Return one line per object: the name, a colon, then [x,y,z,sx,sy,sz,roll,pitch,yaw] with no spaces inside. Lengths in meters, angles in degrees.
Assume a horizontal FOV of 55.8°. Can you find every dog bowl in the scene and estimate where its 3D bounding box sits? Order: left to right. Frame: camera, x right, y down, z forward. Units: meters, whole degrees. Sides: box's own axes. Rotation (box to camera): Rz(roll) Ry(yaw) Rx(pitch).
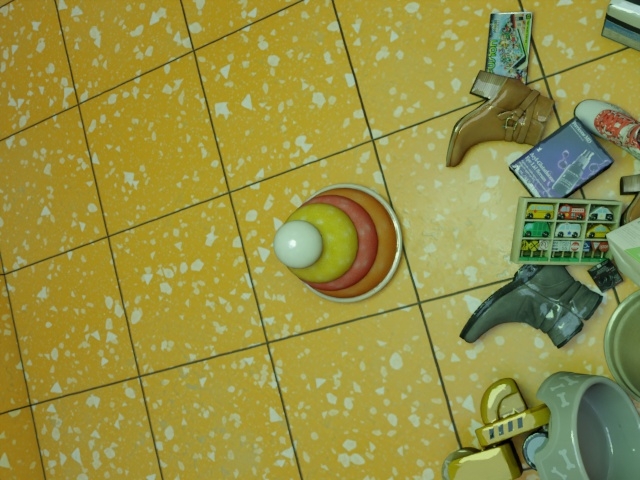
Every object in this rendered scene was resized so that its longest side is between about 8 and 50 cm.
dog bowl: [0.641,0.476,1.413,0.102,0.349,0.348,-26,78,49]

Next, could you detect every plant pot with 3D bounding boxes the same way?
plant pot: [0.838,0.265,1.368,0.334,0.305,0.333,0,89,20]

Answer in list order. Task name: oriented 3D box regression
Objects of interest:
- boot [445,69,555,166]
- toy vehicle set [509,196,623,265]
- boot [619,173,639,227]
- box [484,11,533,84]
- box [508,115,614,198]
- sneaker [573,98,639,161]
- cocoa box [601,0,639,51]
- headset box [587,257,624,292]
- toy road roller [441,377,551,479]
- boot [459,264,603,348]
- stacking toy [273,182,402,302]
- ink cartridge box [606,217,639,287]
boot: [0.478,-0.297,1.638,0.220,0.109,0.283,24,104,4]
toy vehicle set: [0.615,-0.022,1.516,0.267,0.035,0.166,1,103,-10]
boot: [0.834,-0.073,1.506,0.152,0.073,0.197,-1,93,14]
box: [0.513,-0.514,1.653,0.114,0.036,0.207,5,90,21]
box: [0.621,-0.194,1.566,0.207,0.108,0.153,-39,75,15]
sneaker: [0.756,-0.278,1.498,0.270,0.145,0.090,42,102,17]
cocoa box: [0.863,-0.629,1.424,0.231,0.228,0.347,31,99,18]
headset box: [0.727,0.092,1.539,0.062,0.083,0.032,-34,35,17]
toy road roller: [0.456,0.500,1.567,0.329,0.202,0.240,-25,68,13]
boot: [0.546,0.203,1.577,0.338,0.118,0.222,-46,76,12]
stacking toy: [0.000,0.000,1.593,0.351,0.480,0.350,-1,88,20]
ink cartridge box: [0.881,-0.013,1.386,0.353,0.207,0.119,-28,112,9]
